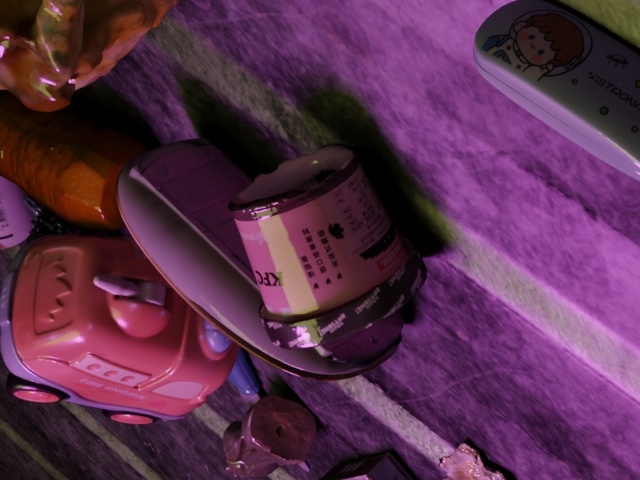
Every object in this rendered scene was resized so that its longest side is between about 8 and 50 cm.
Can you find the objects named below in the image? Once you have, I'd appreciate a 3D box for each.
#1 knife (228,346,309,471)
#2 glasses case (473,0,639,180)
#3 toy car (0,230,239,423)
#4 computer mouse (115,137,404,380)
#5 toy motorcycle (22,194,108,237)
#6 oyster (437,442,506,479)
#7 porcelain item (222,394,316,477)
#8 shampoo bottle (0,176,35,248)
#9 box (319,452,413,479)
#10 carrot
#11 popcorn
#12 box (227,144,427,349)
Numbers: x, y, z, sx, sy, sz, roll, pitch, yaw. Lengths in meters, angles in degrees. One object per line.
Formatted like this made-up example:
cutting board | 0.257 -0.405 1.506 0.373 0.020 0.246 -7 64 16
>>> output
knife | -0.077 0.186 2.287 0.058 0.032 0.244 17 146 45
glasses case | 0.178 -0.099 1.279 0.178 0.067 0.045 37 157 27
toy car | -0.197 0.085 2.072 0.270 0.180 0.212 19 157 -38
computer mouse | -0.061 0.023 1.838 0.310 0.158 0.072 42 127 17
toy motorcycle | -0.288 0.005 2.318 0.122 0.082 0.213 60 167 -27
oyster | 0.153 0.268 1.974 0.106 0.061 0.200 63 158 12
porcelain item | -0.077 0.241 2.278 0.081 0.069 0.216 24 157 -11
shampoo bottle | -0.413 -0.100 2.360 0.085 0.085 0.262 35 154 30
box | 0.135 0.378 2.168 0.325 0.047 0.180 50 158 -4
carrot | -0.286 -0.091 2.104 0.302 0.114 0.114 26 149 48
popcorn | -0.233 -0.249 1.581 0.293 0.237 0.293 40 161 17
box | 0.000 0.000 1.681 0.151 0.151 0.135 8 126 58
